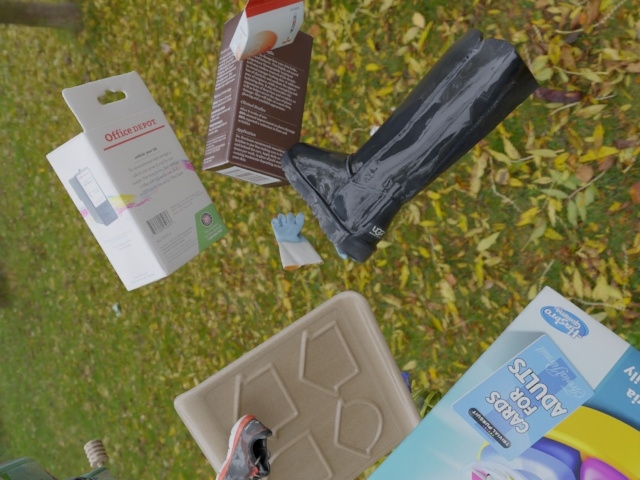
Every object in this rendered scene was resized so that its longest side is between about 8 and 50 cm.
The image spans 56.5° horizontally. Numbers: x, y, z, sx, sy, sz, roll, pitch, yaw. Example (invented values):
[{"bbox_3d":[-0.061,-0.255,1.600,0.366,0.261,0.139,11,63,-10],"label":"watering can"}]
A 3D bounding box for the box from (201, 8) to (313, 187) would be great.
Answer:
[{"bbox_3d":[-0.150,-0.334,1.430,0.143,0.191,0.381,-2,77,53],"label":"box"}]

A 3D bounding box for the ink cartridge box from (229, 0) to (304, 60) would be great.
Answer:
[{"bbox_3d":[-0.089,-0.437,1.171,0.045,0.145,0.179,59,151,2],"label":"ink cartridge box"}]

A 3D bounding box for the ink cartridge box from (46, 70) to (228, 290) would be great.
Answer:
[{"bbox_3d":[-0.346,-0.114,1.103,0.119,0.207,0.353,-19,104,32],"label":"ink cartridge box"}]

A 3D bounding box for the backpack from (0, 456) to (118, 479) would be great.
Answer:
[{"bbox_3d":[-0.255,0.311,0.525,0.191,0.225,0.253,33,174,11],"label":"backpack"}]

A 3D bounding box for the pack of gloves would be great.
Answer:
[{"bbox_3d":[0.000,0.000,1.282,0.232,0.195,0.046,-111,19,-57],"label":"pack of gloves"}]

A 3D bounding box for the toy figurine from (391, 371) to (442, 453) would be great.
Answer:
[{"bbox_3d":[0.194,0.417,1.459,0.217,0.191,0.362,38,170,35],"label":"toy figurine"}]

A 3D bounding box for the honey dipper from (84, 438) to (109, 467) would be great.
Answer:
[{"bbox_3d":[-0.336,0.390,0.947,0.160,0.030,0.030,50,135,34],"label":"honey dipper"}]

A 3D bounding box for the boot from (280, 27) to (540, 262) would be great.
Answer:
[{"bbox_3d":[0.143,-0.225,1.149,0.445,0.146,0.367,-50,44,16],"label":"boot"}]

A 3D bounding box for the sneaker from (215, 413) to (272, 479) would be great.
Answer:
[{"bbox_3d":[-0.108,0.340,0.873,0.065,0.061,0.157,15,99,31],"label":"sneaker"}]

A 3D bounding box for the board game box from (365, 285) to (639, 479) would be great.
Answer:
[{"bbox_3d":[0.144,0.228,0.379,0.254,0.336,0.079,39,159,26],"label":"board game box"}]

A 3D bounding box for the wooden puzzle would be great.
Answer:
[{"bbox_3d":[-0.027,0.291,1.017,0.322,0.348,0.080,65,167,-20],"label":"wooden puzzle"}]
